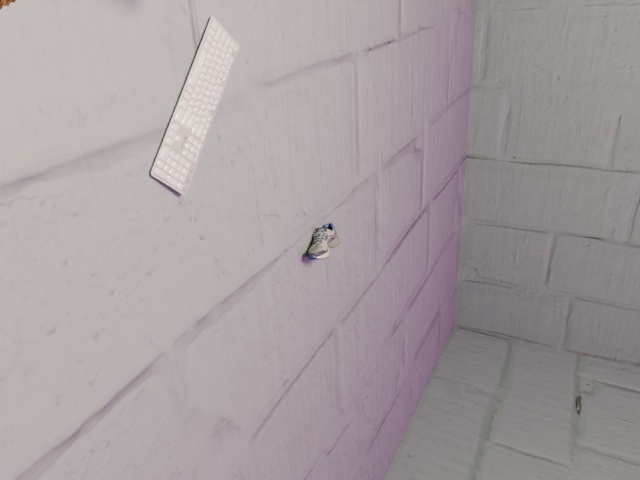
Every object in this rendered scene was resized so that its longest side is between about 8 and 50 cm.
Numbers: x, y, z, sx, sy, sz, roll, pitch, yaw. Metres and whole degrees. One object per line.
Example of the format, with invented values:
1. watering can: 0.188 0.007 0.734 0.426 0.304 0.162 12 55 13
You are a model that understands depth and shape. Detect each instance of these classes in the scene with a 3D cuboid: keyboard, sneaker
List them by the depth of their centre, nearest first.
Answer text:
1. keyboard: -0.178 -0.196 0.774 0.072 0.014 0.256 42 61 -61
2. sneaker: 0.000 0.000 1.195 0.135 0.052 0.058 -50 132 -59

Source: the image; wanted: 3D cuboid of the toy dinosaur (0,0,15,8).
1. toy dinosaur: -0.347 -0.177 0.325 0.322 0.164 0.218 -71 175 -63
